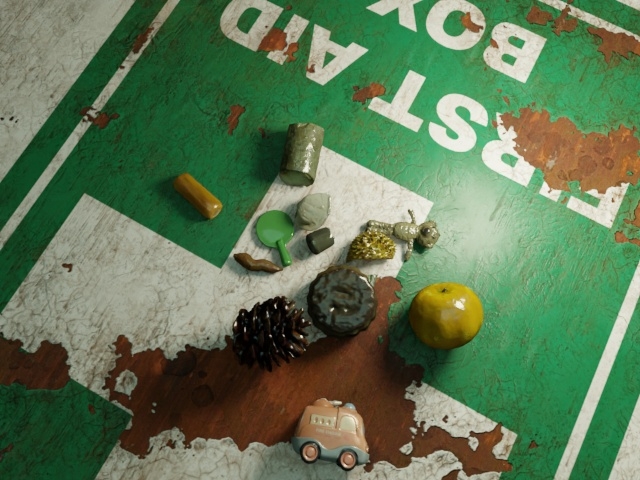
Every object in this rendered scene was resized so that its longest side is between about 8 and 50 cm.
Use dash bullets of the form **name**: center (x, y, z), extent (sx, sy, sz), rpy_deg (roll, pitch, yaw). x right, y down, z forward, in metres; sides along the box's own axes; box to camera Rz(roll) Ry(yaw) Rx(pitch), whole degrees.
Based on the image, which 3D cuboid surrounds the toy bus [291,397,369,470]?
- **toy bus**: center (0.040, 0.710, 1.714), extent (0.287, 0.194, 0.232), rpy_deg (8, 65, 2)

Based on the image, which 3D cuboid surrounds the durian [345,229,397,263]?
- **durian**: center (0.202, 0.038, 1.899), extent (0.182, 0.132, 0.165), rpy_deg (19, 57, 26)

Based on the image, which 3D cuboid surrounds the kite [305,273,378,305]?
- **kite**: center (0.104, 0.234, 1.903), extent (0.322, 0.013, 0.268), rpy_deg (-24, 79, -4)

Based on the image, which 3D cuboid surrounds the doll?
- **doll**: center (0.347, -0.048, 1.939), extent (0.285, 0.091, 0.203), rpy_deg (33, 75, 13)

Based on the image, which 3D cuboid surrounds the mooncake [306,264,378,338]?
- **mooncake**: center (0.083, 0.239, 1.815), extent (0.290, 0.161, 0.291), rpy_deg (-1, 79, 3)

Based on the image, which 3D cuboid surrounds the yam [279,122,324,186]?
- **yam**: center (-0.079, -0.374, 1.972), extent (0.161, 0.161, 0.268), rpy_deg (11, 80, 2)

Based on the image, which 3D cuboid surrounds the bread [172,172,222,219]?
- **bread**: center (-0.524, -0.193, 1.966), extent (0.239, 0.074, 0.093), rpy_deg (41, 85, 9)

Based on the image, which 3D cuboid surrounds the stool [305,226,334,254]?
- **stool**: center (0.000, 0.000, 1.916), extent (0.110, 0.096, 0.096), rpy_deg (-27, 79, -12)

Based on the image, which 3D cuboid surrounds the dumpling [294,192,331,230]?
- **dumpling**: center (-0.026, -0.115, 1.939), extent (0.176, 0.092, 0.150), rpy_deg (-22, 72, -6)

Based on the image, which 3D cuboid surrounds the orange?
- **orange**: center (0.475, 0.286, 1.771), extent (0.278, 0.279, 0.235), rpy_deg (-12, 106, -3)

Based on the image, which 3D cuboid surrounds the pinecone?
- **pinecone**: center (-0.175, 0.347, 1.728), extent (0.295, 0.298, 0.242), rpy_deg (-23, 55, -4)

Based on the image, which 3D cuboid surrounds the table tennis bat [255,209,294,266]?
- **table tennis bat**: center (-0.176, -0.009, 1.947), extent (0.160, 0.039, 0.257), rpy_deg (-19, 73, -6)

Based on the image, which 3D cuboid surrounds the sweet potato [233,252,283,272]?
- **sweet potato**: center (-0.259, 0.100, 1.911), extent (0.218, 0.051, 0.065), rpy_deg (18, 75, 4)
